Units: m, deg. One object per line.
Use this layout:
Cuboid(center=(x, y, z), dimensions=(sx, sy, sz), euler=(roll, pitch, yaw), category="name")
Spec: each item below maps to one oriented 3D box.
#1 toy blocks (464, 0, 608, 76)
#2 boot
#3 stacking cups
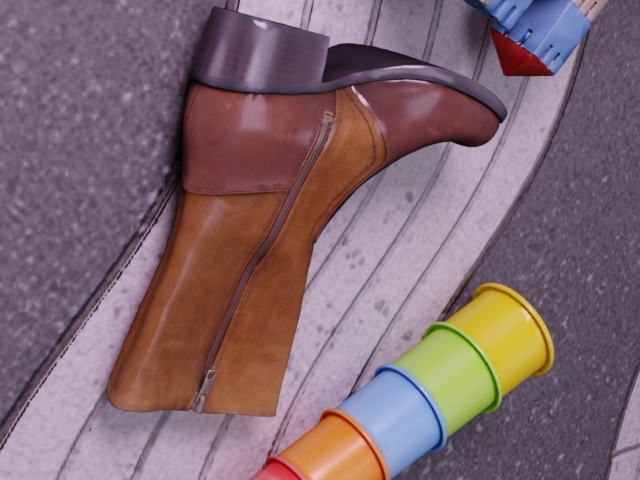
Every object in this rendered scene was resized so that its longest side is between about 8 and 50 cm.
Cuboid(center=(0.146, -0.273, 0.802), dimensions=(0.261, 0.190, 0.381), euler=(-54, 148, 8), category="toy blocks")
Cuboid(center=(0.000, 0.000, 0.822), dimensions=(0.264, 0.096, 0.281), euler=(4, 105, -45), category="boot")
Cuboid(center=(0.052, 0.157, 0.947), dimensions=(0.316, 0.096, 0.096), euler=(-35, 128, -25), category="stacking cups")
